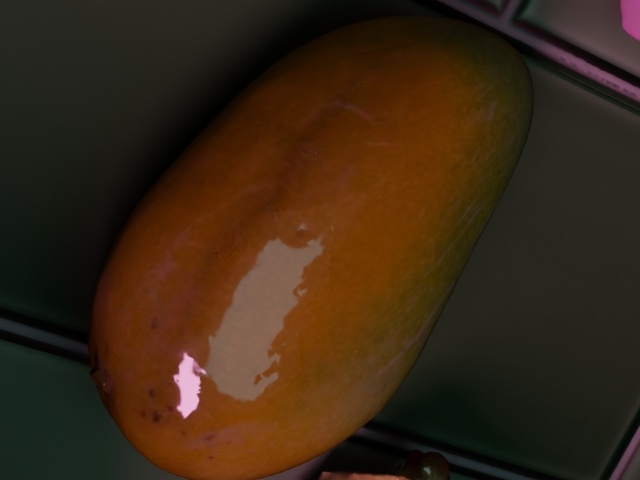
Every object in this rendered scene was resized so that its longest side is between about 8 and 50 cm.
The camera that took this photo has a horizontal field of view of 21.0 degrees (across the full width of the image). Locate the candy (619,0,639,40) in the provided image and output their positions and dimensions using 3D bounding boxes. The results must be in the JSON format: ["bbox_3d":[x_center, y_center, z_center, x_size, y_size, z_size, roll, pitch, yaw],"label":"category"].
[{"bbox_3d":[0.286,-0.166,0.830,0.265,0.155,0.115,-20,116,-19],"label":"candy"}]

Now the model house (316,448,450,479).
[{"bbox_3d":[0.048,0.248,0.891,0.196,0.160,0.254,38,66,-40],"label":"model house"}]

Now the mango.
[{"bbox_3d":[0.000,0.000,0.782,0.156,0.114,0.251,39,93,-28],"label":"mango"}]
